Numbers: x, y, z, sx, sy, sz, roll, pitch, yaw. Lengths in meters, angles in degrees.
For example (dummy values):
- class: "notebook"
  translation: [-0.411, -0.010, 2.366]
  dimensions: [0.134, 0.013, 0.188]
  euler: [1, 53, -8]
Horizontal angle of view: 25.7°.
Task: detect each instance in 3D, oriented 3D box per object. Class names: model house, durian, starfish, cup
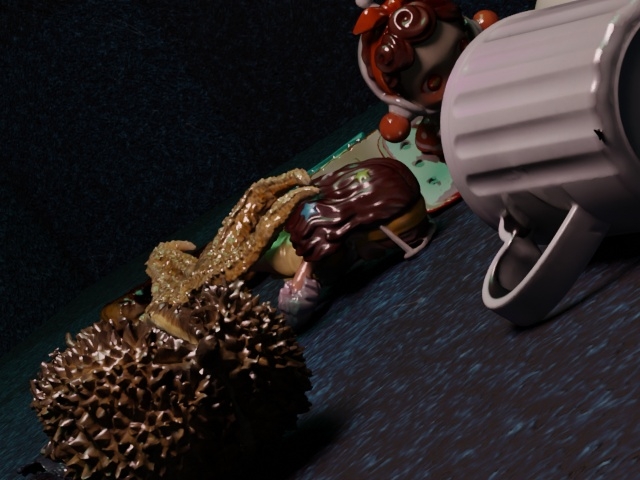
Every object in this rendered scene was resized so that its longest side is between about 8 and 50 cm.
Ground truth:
- class: "model house"
  translation: [0.034, -0.063, 1.755]
  dimensions: [0.127, 0.100, 0.149]
  euler: [-35, 5, -11]
- class: "durian"
  translation: [-0.098, 0.102, 0.960]
  dimensions: [0.196, 0.167, 0.196]
  euler: [-45, -3, -3]
- class: "starfish"
  translation: [-0.126, 0.051, 1.346]
  dimensions: [0.302, 0.060, 0.299]
  euler: [-51, 19, -28]
- class: "cup"
  translation: [0.193, -0.056, 0.913]
  dimensions: [0.167, 0.221, 0.202]
  euler: [-1, -1, -19]

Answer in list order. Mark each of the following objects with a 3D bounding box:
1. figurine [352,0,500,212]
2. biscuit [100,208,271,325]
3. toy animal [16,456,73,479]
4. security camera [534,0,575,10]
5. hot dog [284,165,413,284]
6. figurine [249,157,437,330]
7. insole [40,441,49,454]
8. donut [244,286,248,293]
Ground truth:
- class: "figurine"
  translation: [0.115, -0.185, 1.469]
  dimensions: [0.183, 0.226, 0.160]
  euler: [-33, 41, 2]
- class: "biscuit"
  translation: [-0.152, 0.046, 1.970]
  dimensions: [0.334, 0.081, 0.289]
  euler: [-31, 6, -2]
- class: "toy animal"
  translation: [-0.203, 0.205, 1.198]
  dimensions: [0.220, 0.062, 0.108]
  euler: [-9, 21, 44]
- class: "security camera"
  translation: [0.284, -0.197, 1.170]
  dimensions: [0.236, 0.194, 0.194]
  euler: [-40, 8, -14]
- class: "hot dog"
  translation: [0.074, -0.037, 1.574]
  dimensions: [0.286, 0.061, 0.088]
  euler: [-37, 19, -11]
- class: "figurine"
  translation: [0.001, -0.001, 1.424]
  dimensions: [0.240, 0.115, 0.175]
  euler: [-31, 7, 29]
- class: "insole"
  translation: [-0.299, 0.240, 1.649]
  dimensions: [0.065, 0.004, 0.197]
  euler: [-37, 8, -14]
- class: "donut"
  translation: [-0.136, 0.111, 1.533]
  dimensions: [0.162, 0.065, 0.178]
  euler: [-29, 7, 8]
